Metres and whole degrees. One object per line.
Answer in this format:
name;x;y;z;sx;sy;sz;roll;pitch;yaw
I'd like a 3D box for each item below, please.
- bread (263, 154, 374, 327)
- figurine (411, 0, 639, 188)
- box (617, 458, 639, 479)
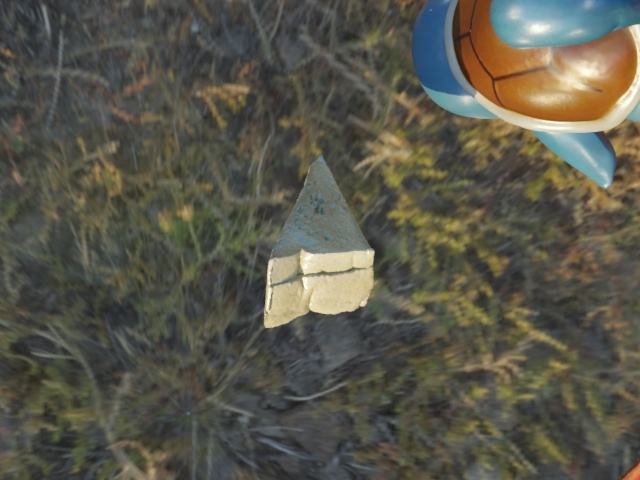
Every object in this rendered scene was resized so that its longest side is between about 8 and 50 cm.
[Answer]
bread;-0.022;-0.002;1.355;0.105;0.077;0.152;-8;40;-18
figurine;0.232;-0.187;1.336;0.243;0.416;0.298;-15;94;-8
box;0.357;0.128;1.102;0.313;0.197;0.089;-44;68;8
